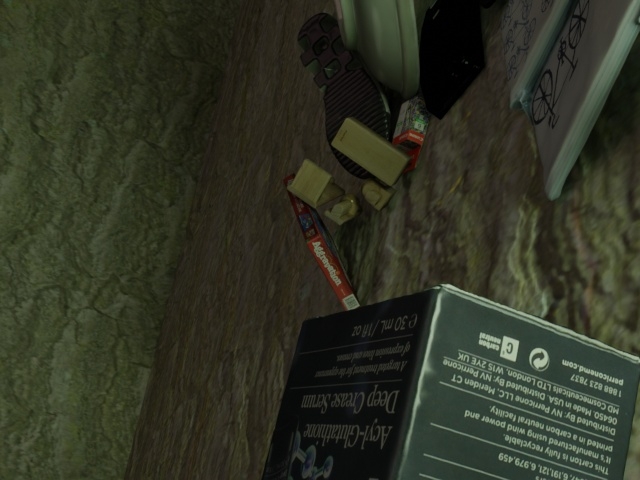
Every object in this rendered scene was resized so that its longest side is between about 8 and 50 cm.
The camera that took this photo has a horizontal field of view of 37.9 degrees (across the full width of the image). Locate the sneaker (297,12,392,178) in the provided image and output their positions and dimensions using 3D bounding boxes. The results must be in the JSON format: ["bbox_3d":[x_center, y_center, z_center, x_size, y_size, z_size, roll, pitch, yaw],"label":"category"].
[{"bbox_3d":[0.074,-0.240,1.608,0.122,0.146,0.330,-31,59,26],"label":"sneaker"}]

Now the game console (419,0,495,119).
[{"bbox_3d":[0.241,-0.354,1.317,0.361,0.044,0.213,128,154,-46],"label":"game console"}]

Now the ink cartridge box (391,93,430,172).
[{"bbox_3d":[0.136,-0.163,1.436,0.063,0.029,0.115,-20,51,67],"label":"ink cartridge box"}]

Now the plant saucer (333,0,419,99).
[{"bbox_3d":[0.069,-0.410,1.456,0.400,0.100,0.400,-12,-90,-89],"label":"plant saucer"}]

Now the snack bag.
[{"bbox_3d":[0.261,-0.255,0.986,0.323,0.037,0.342,103,171,-50],"label":"snack bag"}]

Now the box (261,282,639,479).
[{"bbox_3d":[0.078,0.269,0.822,0.293,0.212,0.395,-25,48,65],"label":"box"}]

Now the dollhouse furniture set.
[{"bbox_3d":[0.062,-0.113,1.475,0.151,0.144,0.123,-59,-13,23],"label":"dollhouse furniture set"}]

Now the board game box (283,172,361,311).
[{"bbox_3d":[0.000,0.000,1.502,0.027,0.145,0.281,-28,25,3],"label":"board game box"}]
